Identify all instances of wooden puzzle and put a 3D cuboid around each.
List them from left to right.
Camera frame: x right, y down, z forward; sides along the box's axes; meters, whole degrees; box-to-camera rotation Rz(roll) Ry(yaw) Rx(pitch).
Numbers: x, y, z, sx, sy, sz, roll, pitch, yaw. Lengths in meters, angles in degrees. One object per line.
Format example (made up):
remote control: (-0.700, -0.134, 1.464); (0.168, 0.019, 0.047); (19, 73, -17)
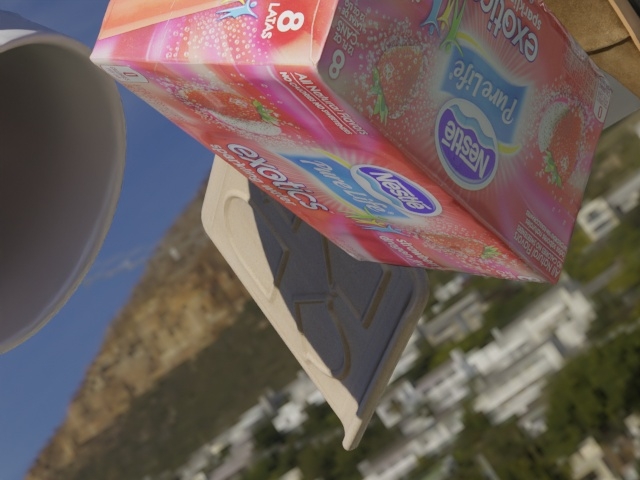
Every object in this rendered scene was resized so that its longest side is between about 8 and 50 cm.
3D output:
wooden puzzle: (0.000, 0.000, 1.730); (0.080, 0.348, 0.322); (-21, -25, -24)

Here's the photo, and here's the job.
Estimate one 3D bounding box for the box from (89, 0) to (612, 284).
box: (0.032, -0.096, 0.966); (0.300, 0.154, 0.142); (37, -115, -52)

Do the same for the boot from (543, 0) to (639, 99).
boot: (0.160, -0.174, 1.171); (0.115, 0.305, 0.112); (-33, 29, 25)

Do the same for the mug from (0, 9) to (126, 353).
mug: (-0.378, -0.117, 1.360); (0.276, 0.328, 0.374); (-49, -33, -31)

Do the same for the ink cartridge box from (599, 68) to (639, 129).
ink cartridge box: (0.239, -0.254, 1.951); (0.223, 0.307, 0.129); (-31, -41, 16)
